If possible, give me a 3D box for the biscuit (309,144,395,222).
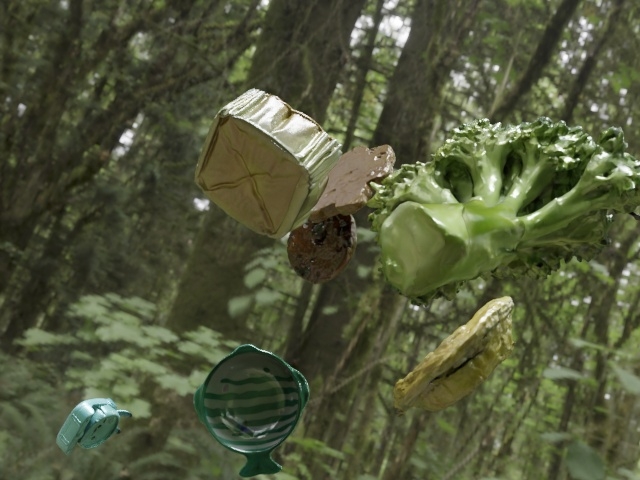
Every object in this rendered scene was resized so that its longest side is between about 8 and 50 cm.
[{"bbox_3d":[0.065,-0.116,1.755,0.041,0.208,0.290,54,14,-21],"label":"biscuit"}]

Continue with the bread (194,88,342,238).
[{"bbox_3d":[-0.081,-0.116,1.320,0.192,0.110,0.210,34,-40,8],"label":"bread"}]

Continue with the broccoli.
[{"bbox_3d":[0.170,-0.012,1.074,0.275,0.397,0.353,50,-33,13],"label":"broccoli"}]

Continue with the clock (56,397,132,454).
[{"bbox_3d":[-0.432,0.355,1.667,0.045,0.108,0.147,40,16,25],"label":"clock"}]

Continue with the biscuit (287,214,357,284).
[{"bbox_3d":[0.000,0.000,1.829,0.049,0.192,0.192,19,-12,-40],"label":"biscuit"}]

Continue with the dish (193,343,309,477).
[{"bbox_3d":[-0.126,0.326,1.664,0.224,0.246,0.078,-8,-12,4],"label":"dish"}]

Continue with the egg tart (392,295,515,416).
[{"bbox_3d":[0.232,0.204,1.429,0.095,0.279,0.279,48,-12,13],"label":"egg tart"}]
